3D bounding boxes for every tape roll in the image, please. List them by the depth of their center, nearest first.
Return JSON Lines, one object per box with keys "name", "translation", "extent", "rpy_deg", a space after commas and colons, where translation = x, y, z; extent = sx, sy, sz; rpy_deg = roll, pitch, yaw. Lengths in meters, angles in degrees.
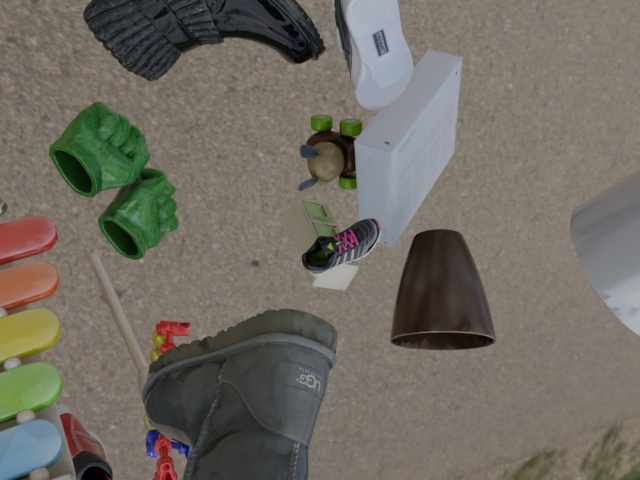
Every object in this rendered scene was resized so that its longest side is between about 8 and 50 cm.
{"name": "tape roll", "translation": [0.522, 0.008, 0.937], "extent": [0.246, 0.246, 0.169], "rpy_deg": [2, 150, -40]}

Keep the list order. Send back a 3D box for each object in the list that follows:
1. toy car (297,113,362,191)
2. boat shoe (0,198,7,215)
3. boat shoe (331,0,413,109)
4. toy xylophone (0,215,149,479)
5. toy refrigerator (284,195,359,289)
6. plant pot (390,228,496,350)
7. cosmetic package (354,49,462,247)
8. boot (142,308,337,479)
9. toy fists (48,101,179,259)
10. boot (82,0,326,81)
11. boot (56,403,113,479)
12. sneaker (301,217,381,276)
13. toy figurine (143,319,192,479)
{"name": "toy car", "translation": [0.000, -0.178, 1.384], "extent": [0.188, 0.148, 0.155], "rpy_deg": [-34, 131, -50]}
{"name": "boat shoe", "translation": [-0.766, -0.044, 1.325], "extent": [0.190, 0.068, 0.072], "rpy_deg": [-40, 128, -17]}
{"name": "boat shoe", "translation": [0.075, -0.329, 1.013], "extent": [0.108, 0.102, 0.301], "rpy_deg": [-26, 154, 4]}
{"name": "toy xylophone", "translation": [-0.280, 0.092, 0.547], "extent": [0.236, 0.323, 0.081], "rpy_deg": [-26, 151, -27]}
{"name": "toy refrigerator", "translation": [0.000, 0.000, 1.639], "extent": [0.102, 0.269, 0.094], "rpy_deg": [11, 124, -29]}
{"name": "plant pot", "translation": [0.255, 0.101, 1.328], "extent": [0.215, 0.215, 0.231], "rpy_deg": [22, 62, -44]}
{"name": "cosmetic package", "translation": [0.207, -0.214, 1.442], "extent": [0.377, 0.097, 0.284], "rpy_deg": [-53, 154, -34]}
{"name": "boot", "translation": [-0.064, 0.153, 0.320], "extent": [0.076, 0.189, 0.209], "rpy_deg": [23, 53, -24]}
{"name": "toy fists", "translation": [-0.334, -0.103, 1.078], "extent": [0.142, 0.096, 0.279], "rpy_deg": [-63, 142, -38]}
{"name": "boot", "translation": [-0.175, -0.340, 1.019], "extent": [0.260, 0.131, 0.348], "rpy_deg": [-42, 139, 12]}
{"name": "boot", "translation": [-0.429, 0.427, 1.167], "extent": [0.088, 0.176, 0.244], "rpy_deg": [-38, 150, -25]}
{"name": "sneaker", "translation": [0.034, 0.012, 1.162], "extent": [0.170, 0.063, 0.075], "rpy_deg": [-31, 160, 18]}
{"name": "toy figurine", "translation": [-0.120, 0.292, 0.835], "extent": [0.217, 0.191, 0.363], "rpy_deg": [4, 102, -20]}
